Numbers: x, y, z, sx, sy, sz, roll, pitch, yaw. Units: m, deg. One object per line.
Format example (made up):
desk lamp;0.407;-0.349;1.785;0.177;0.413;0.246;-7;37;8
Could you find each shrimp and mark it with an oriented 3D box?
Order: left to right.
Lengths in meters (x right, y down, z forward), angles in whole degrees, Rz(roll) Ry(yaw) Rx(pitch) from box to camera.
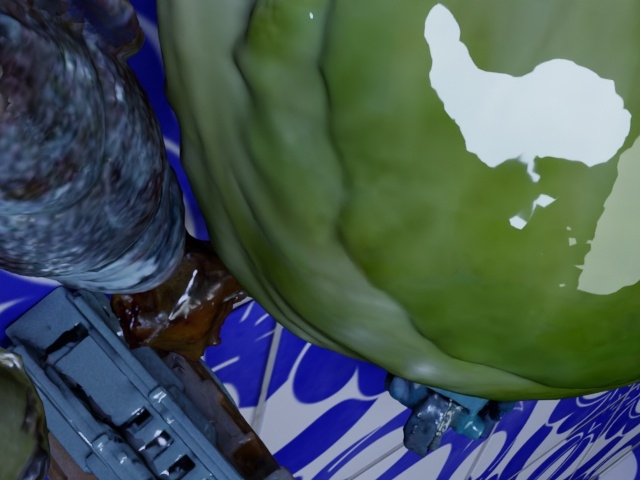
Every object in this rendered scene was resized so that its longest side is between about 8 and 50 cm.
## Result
shrimp;-0.148;-0.048;0.395;0.172;0.137;0.372;-39;155;-1

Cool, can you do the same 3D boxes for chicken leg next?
chicken leg;0.000;0.000;0.699;0.304;0.093;0.113;-28;116;-43

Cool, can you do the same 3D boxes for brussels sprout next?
brussels sprout;0.075;-0.085;0.486;0.289;0.281;0.355;-50;134;-24

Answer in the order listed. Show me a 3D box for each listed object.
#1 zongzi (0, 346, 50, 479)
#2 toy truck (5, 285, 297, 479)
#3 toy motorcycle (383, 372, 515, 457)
zongzi;-0.287;0.112;0.283;0.393;0.174;0.356;52;55;-50
toy truck;-0.054;0.179;0.638;0.133;0.338;0.184;-36;153;-14
toy motorcycle;0.148;0.069;1.006;0.206;0.154;0.260;-48;164;-54
